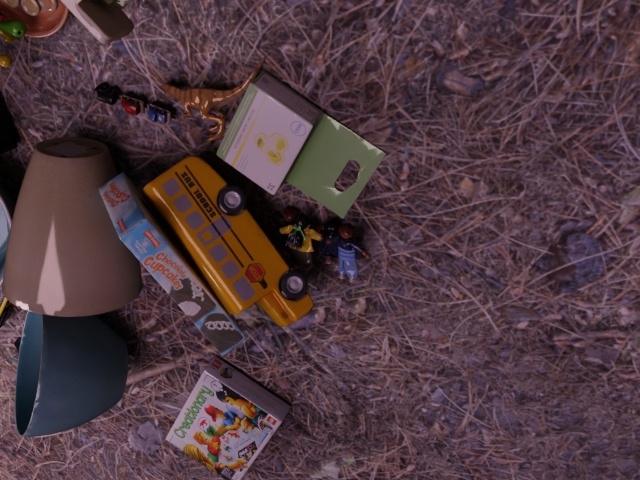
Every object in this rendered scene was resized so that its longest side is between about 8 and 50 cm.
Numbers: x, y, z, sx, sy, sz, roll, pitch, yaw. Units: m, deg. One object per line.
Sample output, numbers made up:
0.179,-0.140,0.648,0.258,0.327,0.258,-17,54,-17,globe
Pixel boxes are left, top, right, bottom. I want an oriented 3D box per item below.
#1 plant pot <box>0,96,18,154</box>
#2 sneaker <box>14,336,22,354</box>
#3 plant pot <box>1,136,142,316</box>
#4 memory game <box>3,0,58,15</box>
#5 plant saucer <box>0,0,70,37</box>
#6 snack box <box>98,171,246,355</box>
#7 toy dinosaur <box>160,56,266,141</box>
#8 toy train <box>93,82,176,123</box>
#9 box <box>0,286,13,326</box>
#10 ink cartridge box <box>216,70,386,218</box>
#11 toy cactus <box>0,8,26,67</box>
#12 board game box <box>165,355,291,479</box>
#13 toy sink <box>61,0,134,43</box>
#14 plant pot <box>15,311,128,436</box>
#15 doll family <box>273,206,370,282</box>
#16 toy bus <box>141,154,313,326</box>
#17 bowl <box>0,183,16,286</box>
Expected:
-0.695,-0.238,1.765,0.187,0.188,0.167,12,116,21,plant pot
-0.634,0.316,2.232,0.090,0.081,0.232,2,119,31,sneaker
-0.454,-0.040,1.754,0.256,0.256,0.274,14,115,19,plant pot
-0.482,-0.446,1.533,0.186,0.012,0.186,15,130,18,memory game
-0.490,-0.433,1.582,0.200,0.037,0.200,15,131,18,plant saucer
-0.259,0.043,1.692,0.060,0.187,0.322,-36,126,-2,snack box
-0.175,-0.225,1.554,0.211,0.064,0.112,1,124,28,toy dinosaur
-0.319,-0.233,1.645,0.158,0.036,0.027,20,132,14,toy train
-0.807,0.041,2.108,0.322,0.079,0.257,38,136,-3,box
-0.036,-0.140,1.551,0.235,0.056,0.171,36,133,2,ink cartridge box
-0.607,-0.347,1.610,0.219,0.112,0.181,-22,89,21,toy cactus
-0.204,0.393,2.065,0.193,0.053,0.305,33,134,2,board game box
-0.334,-0.424,1.401,0.131,0.153,0.234,-39,100,17,toy sink
-0.517,0.270,2.022,0.195,0.290,0.290,8,140,-25,plant pot
0.000,0.000,1.632,0.193,0.076,0.111,10,125,16,doll family
-0.154,0.011,1.645,0.333,0.130,0.108,54,165,-5,toy bus
-0.724,-0.027,1.903,0.311,0.163,0.312,1,103,6,bowl
